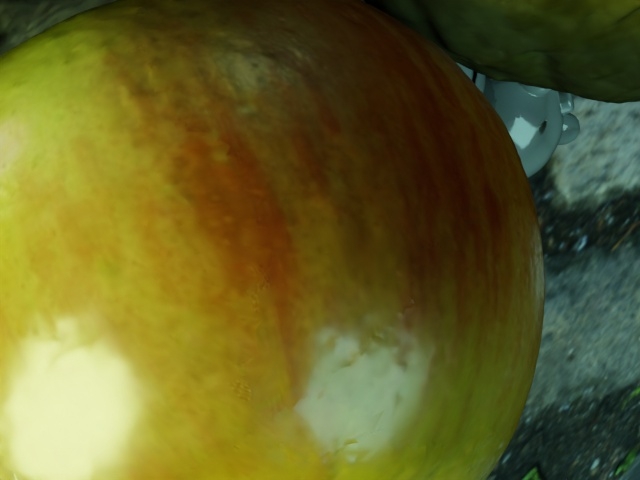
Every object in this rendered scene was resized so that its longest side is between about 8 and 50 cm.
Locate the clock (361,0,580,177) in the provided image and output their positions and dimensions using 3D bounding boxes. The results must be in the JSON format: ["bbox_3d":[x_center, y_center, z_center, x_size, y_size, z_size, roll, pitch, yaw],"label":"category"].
[{"bbox_3d":[0.063,-0.077,1.004,0.117,0.080,0.176,-16,154,15],"label":"clock"}]

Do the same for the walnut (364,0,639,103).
[{"bbox_3d":[0.116,-0.175,0.868,0.227,0.283,0.283,-37,155,18],"label":"walnut"}]

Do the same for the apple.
[{"bbox_3d":[-0.047,0.030,0.815,0.286,0.233,0.286,-20,156,-9],"label":"apple"}]
